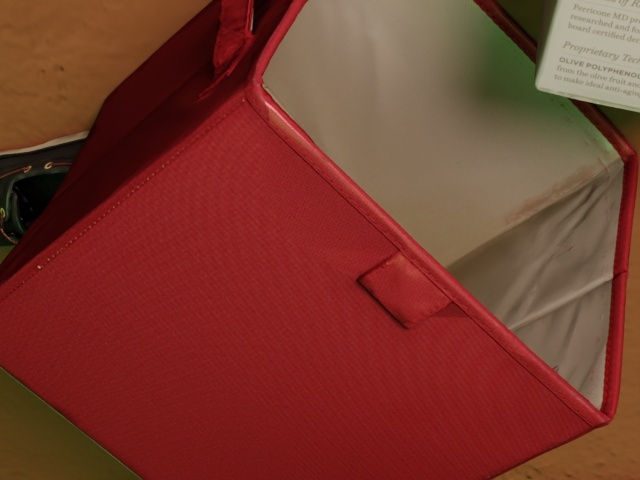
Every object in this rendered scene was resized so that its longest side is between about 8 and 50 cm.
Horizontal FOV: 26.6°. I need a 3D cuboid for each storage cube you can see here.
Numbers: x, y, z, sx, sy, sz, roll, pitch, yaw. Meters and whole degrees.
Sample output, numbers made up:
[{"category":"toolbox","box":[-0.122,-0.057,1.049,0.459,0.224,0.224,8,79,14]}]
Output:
[{"category":"storage cube","box":[0.000,0.000,0.586,0.215,0.183,0.193,43,127,-19]}]

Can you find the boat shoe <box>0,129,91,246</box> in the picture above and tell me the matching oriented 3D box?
[{"category":"boat shoe","box":[-0.154,-0.021,0.709,0.133,0.042,0.049,-16,124,28]}]

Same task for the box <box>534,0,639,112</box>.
[{"category":"box","box":[0.141,-0.108,0.513,0.102,0.101,0.087,12,130,5]}]
